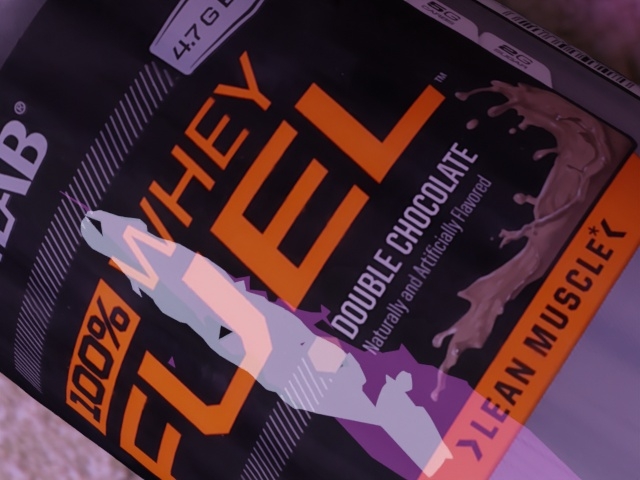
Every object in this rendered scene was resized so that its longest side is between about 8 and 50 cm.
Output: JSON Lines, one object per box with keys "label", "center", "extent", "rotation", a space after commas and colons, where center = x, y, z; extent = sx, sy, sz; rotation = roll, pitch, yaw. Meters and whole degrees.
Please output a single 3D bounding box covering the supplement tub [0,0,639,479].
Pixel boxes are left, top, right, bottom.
{"label": "supplement tub", "center": [0.000, 0.000, 0.437], "extent": [0.338, 0.207, 0.207], "rotation": [33, 126, 12]}
